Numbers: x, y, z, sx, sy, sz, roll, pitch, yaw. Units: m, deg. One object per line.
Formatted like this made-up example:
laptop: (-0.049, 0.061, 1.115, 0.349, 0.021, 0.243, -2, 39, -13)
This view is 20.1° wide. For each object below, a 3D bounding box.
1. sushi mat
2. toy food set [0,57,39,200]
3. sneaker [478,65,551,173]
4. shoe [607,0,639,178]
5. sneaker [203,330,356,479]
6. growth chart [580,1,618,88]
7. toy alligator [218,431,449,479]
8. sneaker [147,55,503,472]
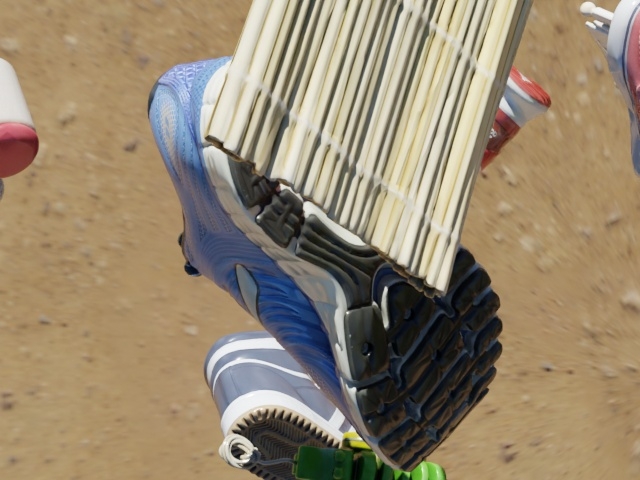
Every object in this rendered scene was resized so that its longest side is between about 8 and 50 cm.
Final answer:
sushi mat: (0.054, -0.150, 0.688, 0.019, 0.151, 0.316, 8, 74, 42)
toy food set: (-0.215, -0.050, 0.880, 0.111, 0.232, 0.104, -34, 58, 15)
sneaker: (0.042, -0.072, 1.044, 0.087, 0.221, 0.128, 41, 93, -15)
shoe: (0.276, -0.107, 1.386, 0.063, 0.178, 0.081, -36, 40, -24)
sneaker: (-0.007, 0.190, 1.740, 0.099, 0.282, 0.153, -40, 39, 9)
growth chart: (0.354, -0.172, 1.867, 0.172, 0.237, 0.021, 29, 84, 27)
toy alligator: (0.024, 0.164, 1.289, 0.189, 0.051, 0.056, 13, 73, -19)
sneaker: (0.001, 0.008, 1.137, 0.130, 0.330, 0.147, -42, 33, -20)
